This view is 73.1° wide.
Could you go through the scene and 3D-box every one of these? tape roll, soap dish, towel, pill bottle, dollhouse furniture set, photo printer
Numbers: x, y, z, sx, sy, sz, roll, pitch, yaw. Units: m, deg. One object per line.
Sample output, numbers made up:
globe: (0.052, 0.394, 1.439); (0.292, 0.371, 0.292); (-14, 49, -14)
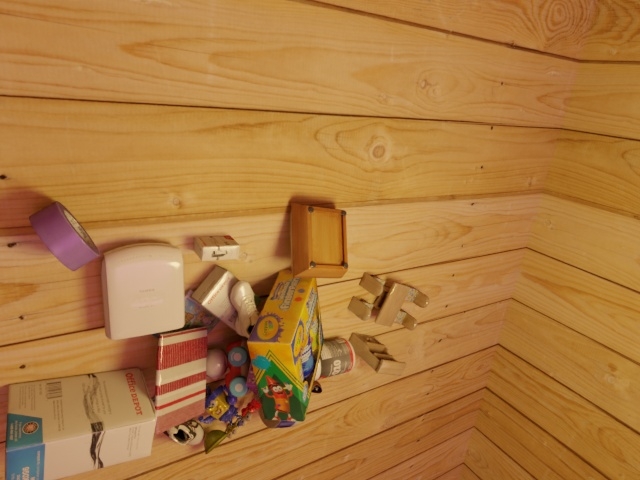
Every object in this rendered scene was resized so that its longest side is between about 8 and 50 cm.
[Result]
tape roll: (-0.717, -0.012, 1.215); (0.080, 0.189, 0.189); (-37, 126, -16)
soap dish: (0.000, 0.000, 1.681); (0.229, 0.118, 0.290); (5, 77, -35)
towel: (-0.495, 0.482, 1.531); (0.237, 0.037, 0.328); (7, 85, -64)
pill bottle: (0.004, 0.547, 1.972); (0.283, 0.161, 0.161); (-4, 112, -33)
dollhouse furniture set: (0.332, 0.402, 2.068); (0.362, 0.256, 0.394); (19, 99, -39)
photo printer: (-0.580, 0.158, 1.427); (0.256, 0.107, 0.307); (-5, 110, -30)

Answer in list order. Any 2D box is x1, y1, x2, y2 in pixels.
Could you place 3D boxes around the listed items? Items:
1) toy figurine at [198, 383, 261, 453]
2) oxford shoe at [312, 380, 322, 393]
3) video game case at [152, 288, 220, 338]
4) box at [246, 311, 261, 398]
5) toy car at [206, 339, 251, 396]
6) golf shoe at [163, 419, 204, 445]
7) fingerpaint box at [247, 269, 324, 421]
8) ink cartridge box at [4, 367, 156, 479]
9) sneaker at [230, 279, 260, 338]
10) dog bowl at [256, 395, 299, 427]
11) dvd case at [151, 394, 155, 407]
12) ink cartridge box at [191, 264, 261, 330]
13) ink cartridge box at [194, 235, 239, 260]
toy figurine: (-0.413, 0.689, 1.793); (0.217, 0.191, 0.362); (43, 113, 0)
oxford shoe: (-0.069, 0.664, 2.013); (0.212, 0.076, 0.076); (31, 87, -35)
video game case: (-0.493, 0.309, 1.618); (0.212, 0.023, 0.193); (-48, 128, -7)
box: (-0.210, 0.459, 1.705); (0.057, 0.293, 0.201); (-2, 144, 12)
toy car: (-0.383, 0.500, 1.686); (0.238, 0.219, 0.210); (-4, 83, 1)
golf shoe: (-0.548, 0.777, 1.725); (0.105, 0.120, 0.272); (-43, 135, -12)
fingerpaint box: (-0.108, 0.382, 1.649); (0.163, 0.444, 0.370); (-1, 117, 11)
ink cartridge box: (-0.766, 0.580, 1.386); (0.395, 0.285, 0.166); (1, 111, -34)
sneaker: (-0.256, 0.254, 1.566); (0.090, 0.115, 0.232); (-23, 116, -37)
dog bowl: (-0.168, 0.657, 1.840); (0.104, 0.265, 0.264); (11, 104, -35)
dvd case: (-0.605, 0.633, 1.694); (0.087, 0.013, 0.119); (-43, 127, -10)
ink cartridge box: (-0.349, 0.218, 1.616); (0.154, 0.093, 0.212); (-54, 132, -17)
ink cartridge box: (-0.368, 0.027, 1.526); (0.135, 0.099, 0.056); (-2, 113, -32)
